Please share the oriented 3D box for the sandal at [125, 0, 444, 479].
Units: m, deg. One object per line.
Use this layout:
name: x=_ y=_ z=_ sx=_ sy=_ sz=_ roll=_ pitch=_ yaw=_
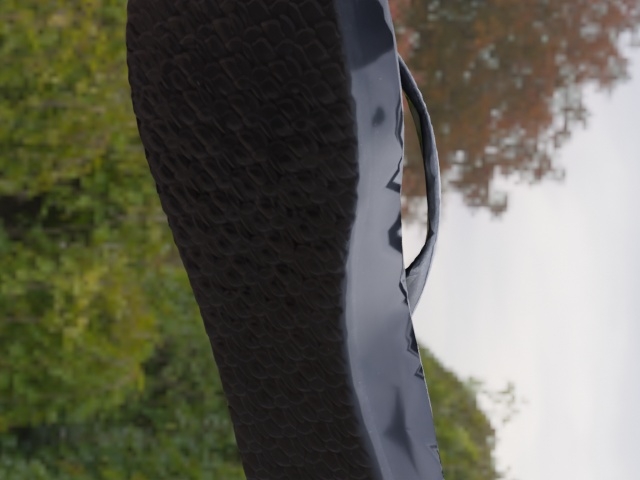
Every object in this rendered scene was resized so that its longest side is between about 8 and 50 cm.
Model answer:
sandal: x=-0.001 y=0.000 z=0.473 sx=0.054 sy=0.097 sz=0.254 roll=-32 pitch=127 yaw=-37
